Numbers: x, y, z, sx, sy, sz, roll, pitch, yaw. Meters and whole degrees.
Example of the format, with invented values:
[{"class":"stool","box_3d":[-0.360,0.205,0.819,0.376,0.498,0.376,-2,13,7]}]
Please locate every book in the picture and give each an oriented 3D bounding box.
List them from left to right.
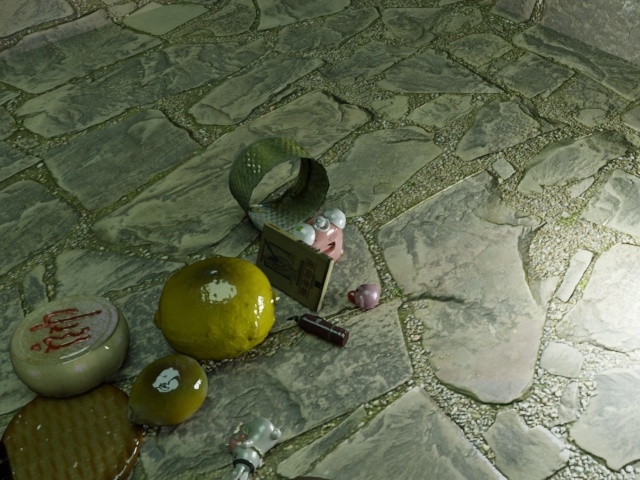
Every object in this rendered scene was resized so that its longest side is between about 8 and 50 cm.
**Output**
[{"class":"book","box_3d":[-0.076,0.069,1.647,0.230,0.161,0.026,29,29,27]}]

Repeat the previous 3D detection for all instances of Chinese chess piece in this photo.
[{"class":"Chinese chess piece","box_3d":[-0.596,0.247,1.481,0.269,0.112,0.270,-3,35,2]}]

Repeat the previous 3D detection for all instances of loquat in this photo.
[{"class":"loquat","box_3d":[-0.345,0.342,1.389,0.195,0.152,0.152,-26,50,-36]}]

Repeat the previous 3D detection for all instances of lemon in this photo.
[{"class":"lemon","box_3d":[-0.250,0.164,1.491,0.283,0.261,0.260,-33,51,-6]}]

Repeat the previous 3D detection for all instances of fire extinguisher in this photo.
[{"class":"fire extinguisher","box_3d":[-0.002,0.219,1.578,0.157,0.045,0.078,20,21,20]}]

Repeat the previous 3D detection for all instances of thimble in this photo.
[{"class":"thimble","box_3d":[-0.126,-0.162,1.801,0.270,0.271,0.150,-24,49,-21]}]

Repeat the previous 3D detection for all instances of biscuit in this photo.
[{"class":"biscuit","box_3d":[-0.550,0.448,1.360,0.317,0.040,0.318,-1,46,1]}]

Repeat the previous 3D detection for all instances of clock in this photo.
[{"class":"clock","box_3d":[0.000,0.000,1.707,0.165,0.162,0.093,-28,54,-24]}]

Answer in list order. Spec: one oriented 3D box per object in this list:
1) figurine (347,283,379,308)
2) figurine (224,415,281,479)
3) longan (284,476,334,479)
[{"class":"figurine","box_3d":[0.123,0.145,1.627,0.083,0.071,0.067,-33,95,-18]},{"class":"figurine","box_3d":[-0.158,0.459,1.335,0.146,0.081,0.098,-48,18,-31]},{"class":"longan","box_3d":[-0.011,0.557,1.071,0.296,0.297,0.297,-1,45,1]}]
